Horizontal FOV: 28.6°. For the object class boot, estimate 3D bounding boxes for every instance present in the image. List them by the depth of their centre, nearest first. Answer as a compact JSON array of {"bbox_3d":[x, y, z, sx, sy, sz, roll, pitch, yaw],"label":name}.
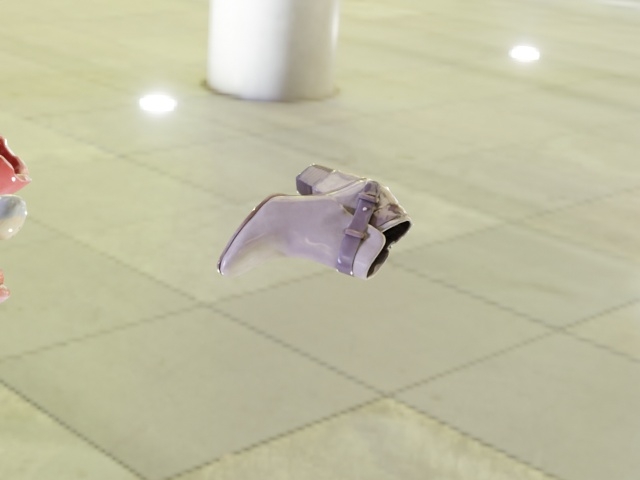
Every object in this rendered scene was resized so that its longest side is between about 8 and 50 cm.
[{"bbox_3d":[0.000,0.000,0.839,0.087,0.042,0.118,35,73,25],"label":"boot"}]

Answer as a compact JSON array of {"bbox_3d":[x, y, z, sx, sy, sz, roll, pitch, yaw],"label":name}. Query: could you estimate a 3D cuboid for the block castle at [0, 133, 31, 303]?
[{"bbox_3d":[-0.379,-0.094,1.020,0.213,0.303,0.453,-38,18,2],"label":"block castle"}]
